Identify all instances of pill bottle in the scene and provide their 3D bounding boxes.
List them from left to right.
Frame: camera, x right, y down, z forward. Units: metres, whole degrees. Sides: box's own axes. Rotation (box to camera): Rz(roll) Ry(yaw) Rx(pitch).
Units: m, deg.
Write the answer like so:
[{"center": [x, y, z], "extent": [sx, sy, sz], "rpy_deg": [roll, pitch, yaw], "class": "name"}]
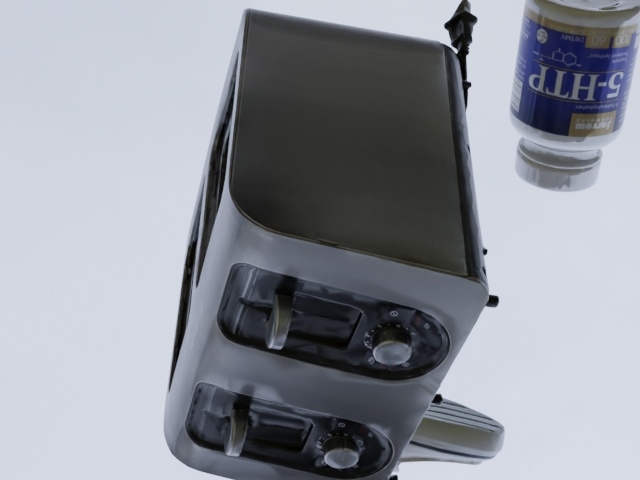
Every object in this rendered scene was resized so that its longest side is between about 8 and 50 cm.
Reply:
[{"center": [0.241, -0.147, 1.087], "extent": [0.112, 0.186, 0.112], "rpy_deg": [2, -150, -1], "class": "pill bottle"}]

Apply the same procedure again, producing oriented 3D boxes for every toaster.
[{"center": [0.000, 0.000, 0.514], "extent": [0.110, 0.168, 0.185], "rpy_deg": [11, -135, -10], "class": "toaster"}]

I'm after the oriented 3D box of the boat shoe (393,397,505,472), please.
[{"center": [0.038, 0.163, 0.941], "extent": [0.226, 0.083, 0.075], "rpy_deg": [11, -82, 18], "class": "boat shoe"}]
